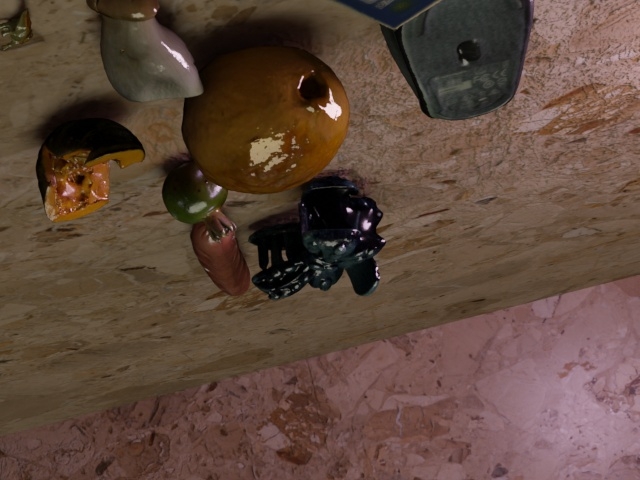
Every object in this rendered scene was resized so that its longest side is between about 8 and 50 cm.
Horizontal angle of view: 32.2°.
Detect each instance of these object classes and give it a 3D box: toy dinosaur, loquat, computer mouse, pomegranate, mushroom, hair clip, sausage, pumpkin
[{"bbox_3d":[-0.353,-0.246,1.279,0.041,0.026,0.113,-17,173,-15],"label":"toy dinosaur"},{"bbox_3d":[-0.075,-0.159,1.482,0.238,0.193,0.238,-15,180,0],"label":"loquat"},{"bbox_3d":[0.176,-0.287,1.434,0.203,0.114,0.374,-13,155,3],"label":"computer mouse"},{"bbox_3d":[-0.190,-0.063,1.788,0.114,0.142,0.114,-35,175,-4],"label":"pomegranate"},{"bbox_3d":[-0.216,-0.239,1.327,0.116,0.093,0.225,4,151,16],"label":"mushroom"},{"bbox_3d":[0.007,0.000,2.104,0.206,0.194,0.310,10,154,-28],"label":"hair clip"},{"bbox_3d":[-0.193,0.032,2.167,0.088,0.088,0.433,-14,162,-2],"label":"sausage"},{"bbox_3d":[-0.334,-0.116,1.564,0.119,0.108,0.183,-5,154,-48],"label":"pumpkin"}]

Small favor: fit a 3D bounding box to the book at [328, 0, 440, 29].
[{"bbox_3d":[0.065,-0.304,1.075,0.228,0.018,0.322,-28,158,32],"label":"book"}]
